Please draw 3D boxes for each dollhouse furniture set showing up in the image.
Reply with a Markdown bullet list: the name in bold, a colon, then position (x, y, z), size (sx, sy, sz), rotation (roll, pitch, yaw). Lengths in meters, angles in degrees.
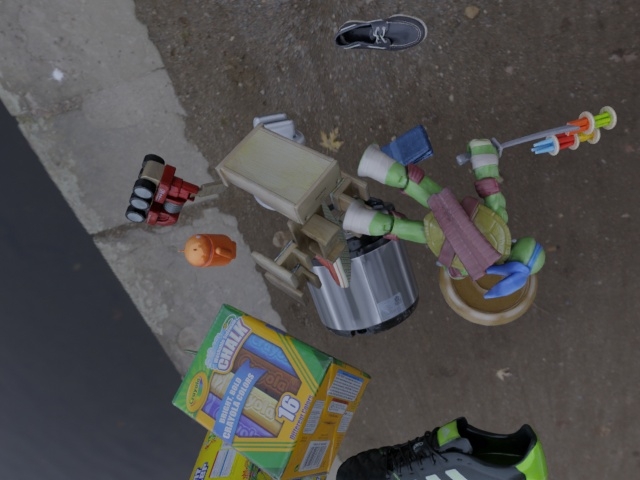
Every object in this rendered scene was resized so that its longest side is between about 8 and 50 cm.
- **dollhouse furniture set**: position (-0.044, -0.053, 0.754), size (0.161, 0.212, 0.242), rotation (30, 159, 26)

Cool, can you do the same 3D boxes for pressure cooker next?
- **pressure cooker**: position (0.121, 0.064, 1.517), size (0.375, 0.370, 0.420), rotation (-10, 110, 32)

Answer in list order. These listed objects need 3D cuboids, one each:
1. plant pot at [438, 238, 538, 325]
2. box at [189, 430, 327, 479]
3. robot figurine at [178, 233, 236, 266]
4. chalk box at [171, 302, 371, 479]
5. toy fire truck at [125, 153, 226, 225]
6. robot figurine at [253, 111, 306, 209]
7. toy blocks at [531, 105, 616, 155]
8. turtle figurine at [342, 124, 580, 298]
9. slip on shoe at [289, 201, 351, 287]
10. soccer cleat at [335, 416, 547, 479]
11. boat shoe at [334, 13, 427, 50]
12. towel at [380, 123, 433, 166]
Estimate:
- **plant pot**: position (0.415, 0.090, 1.104), size (0.236, 0.032, 0.236), rotation (-3, 75, 10)
- **box**: position (-0.138, 0.574, 1.010), size (0.177, 0.290, 0.279), rotation (-19, 122, 27)
- **robot figurine**: position (-0.416, 0.036, 1.685), size (0.158, 0.219, 0.128), rotation (47, 116, 28)
- **chalk box**: position (-0.098, 0.230, 0.742), size (0.289, 0.179, 0.180), rotation (20, 168, 31)
- **toy fire truck**: position (-0.416, -0.133, 1.319), size (0.246, 0.158, 0.217), rotation (20, 145, -22)
- **robot figurine**: position (-0.145, -0.250, 1.538), size (0.200, 0.300, 0.353), rotation (-13, 127, -15)
- **toy blocks**: position (0.578, -0.246, 1.033), size (0.148, 0.123, 0.054), rotation (-16, 74, 0)
- **turtle figurine**: position (0.188, -0.048, 0.657), size (0.266, 0.274, 0.198), rotation (21, 151, 13)
- **slip on shoe**: position (0.000, 0.000, 1.213), size (0.101, 0.123, 0.331), rotation (-16, 124, 22)
- **soccer cleat**: position (0.098, 0.188, 0.385), size (0.179, 0.060, 0.072), rotation (-9, 113, 11)
- **boat shoe**: position (0.125, -0.439, 0.967), size (0.206, 0.065, 0.075), rotation (14, 136, 29)
- **towel**: position (0.158, -0.169, 0.865), size (0.119, 0.067, 0.029), rotation (-28, 156, 37)
